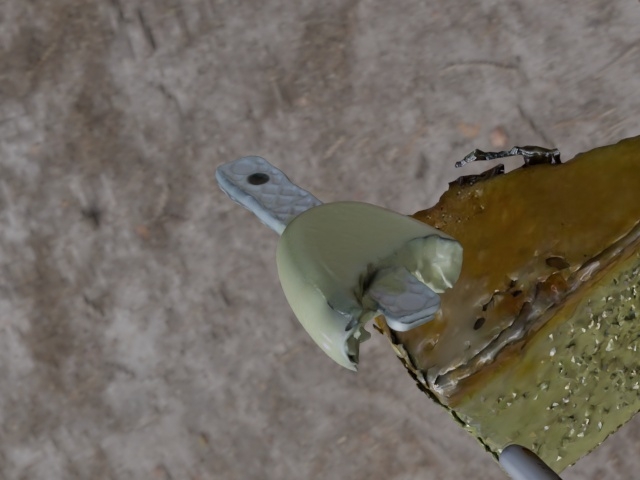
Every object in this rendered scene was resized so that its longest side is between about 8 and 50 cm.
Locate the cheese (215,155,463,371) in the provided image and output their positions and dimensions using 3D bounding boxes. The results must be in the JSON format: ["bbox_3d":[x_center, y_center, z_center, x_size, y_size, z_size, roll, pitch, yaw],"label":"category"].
[{"bbox_3d":[0.000,-0.001,0.969,0.235,0.127,0.050,36,138,45],"label":"cheese"}]

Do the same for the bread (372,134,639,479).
[{"bbox_3d":[0.184,0.011,1.189,0.279,0.315,0.248,40,174,48],"label":"bread"}]

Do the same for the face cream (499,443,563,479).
[{"bbox_3d":[0.145,0.158,0.897,0.021,0.040,0.083,-52,42,5],"label":"face cream"}]

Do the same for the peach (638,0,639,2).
[{"bbox_3d":[0.225,-0.203,0.668,0.214,0.214,0.236,-14,96,41],"label":"peach"}]
